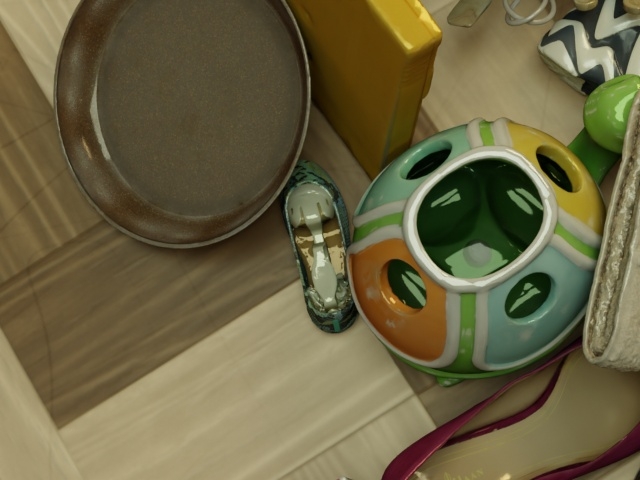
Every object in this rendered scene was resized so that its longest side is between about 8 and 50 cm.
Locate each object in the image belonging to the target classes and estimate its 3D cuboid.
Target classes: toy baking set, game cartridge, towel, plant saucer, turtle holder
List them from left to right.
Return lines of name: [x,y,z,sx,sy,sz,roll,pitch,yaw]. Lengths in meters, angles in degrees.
plant saucer: [-0.137,-0.147,1.449,0.311,0.050,0.310,1,93,27]
game cartridge: [0.006,-0.227,1.357,0.053,0.323,0.285,-32,77,-13]
turtle holder: [0.181,-0.005,1.340,0.320,0.227,0.243,-12,76,3]
toy baking set: [0.251,-0.284,1.441,0.256,0.030,0.196,-8,41,8]
towel: [0.337,-0.007,1.298,0.049,0.187,0.282,6,81,53]

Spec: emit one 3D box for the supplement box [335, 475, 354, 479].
supplement box: [0.016,0.295,1.303,0.111,0.220,0.114,-31,77,-1]

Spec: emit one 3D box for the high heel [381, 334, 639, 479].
high heel: [0.227,0.167,1.324,0.377,0.181,0.127,-36,76,-1]

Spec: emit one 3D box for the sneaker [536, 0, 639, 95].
sneaker: [0.352,-0.179,1.424,0.235,0.094,0.153,41,94,22]

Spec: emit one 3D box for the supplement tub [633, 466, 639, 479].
supplement tub: [0.390,0.248,1.220,0.228,0.316,0.228,-1,78,6]

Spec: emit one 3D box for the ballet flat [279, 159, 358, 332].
ballet flat: [0.000,0.000,1.445,0.070,0.070,0.188,-17,77,3]
